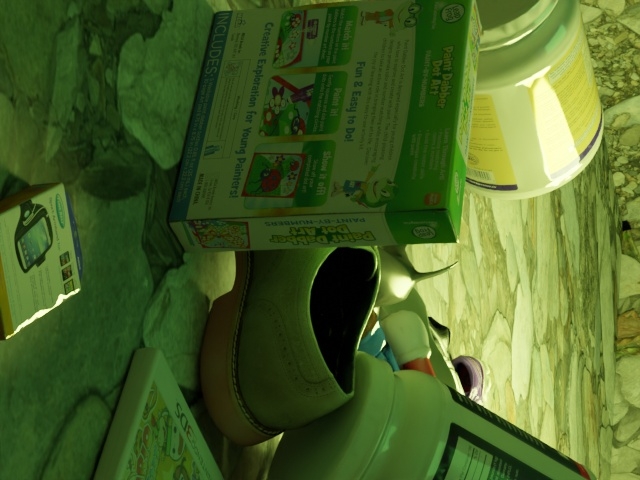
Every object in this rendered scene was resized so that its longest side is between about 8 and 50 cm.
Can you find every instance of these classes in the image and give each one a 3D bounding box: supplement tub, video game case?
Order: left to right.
[{"bbox_3d":[-0.130,0.236,1.291,0.227,0.026,0.206,-76,155,-43],"label":"video game case"},{"bbox_3d":[0.108,0.237,1.484,0.272,0.191,0.191,31,43,-17],"label":"supplement tub"},{"bbox_3d":[0.247,-0.241,2.216,0.331,0.241,0.241,66,27,-49],"label":"supplement tub"}]

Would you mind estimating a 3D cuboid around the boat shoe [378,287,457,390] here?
[{"bbox_3d":[0.085,0.123,1.883,0.079,0.081,0.227,16,36,-33],"label":"boat shoe"}]

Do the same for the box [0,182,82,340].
[{"bbox_3d":[-0.202,0.011,1.110,0.136,0.028,0.081,-44,128,-70],"label":"box"}]

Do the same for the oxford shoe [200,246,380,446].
[{"bbox_3d":[0.000,0.000,1.507,0.140,0.146,0.397,38,47,-43],"label":"oxford shoe"}]

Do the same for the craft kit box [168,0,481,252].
[{"bbox_3d":[0.009,-0.107,1.432,0.061,0.247,0.250,63,30,-50],"label":"craft kit box"}]

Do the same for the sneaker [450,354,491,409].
[{"bbox_3d":[0.206,0.246,2.320,0.071,0.068,0.170,20,58,-55],"label":"sneaker"}]

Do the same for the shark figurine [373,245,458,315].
[{"bbox_3d":[0.095,0.016,1.816,0.278,0.116,0.166,-70,143,-67],"label":"shark figurine"}]

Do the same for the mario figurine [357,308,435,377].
[{"bbox_3d":[0.043,0.193,1.664,0.320,0.198,0.170,59,12,-33],"label":"mario figurine"}]

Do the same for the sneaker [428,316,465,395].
[{"bbox_3d":[0.140,0.155,2.072,0.234,0.078,0.106,57,37,-54],"label":"sneaker"}]
